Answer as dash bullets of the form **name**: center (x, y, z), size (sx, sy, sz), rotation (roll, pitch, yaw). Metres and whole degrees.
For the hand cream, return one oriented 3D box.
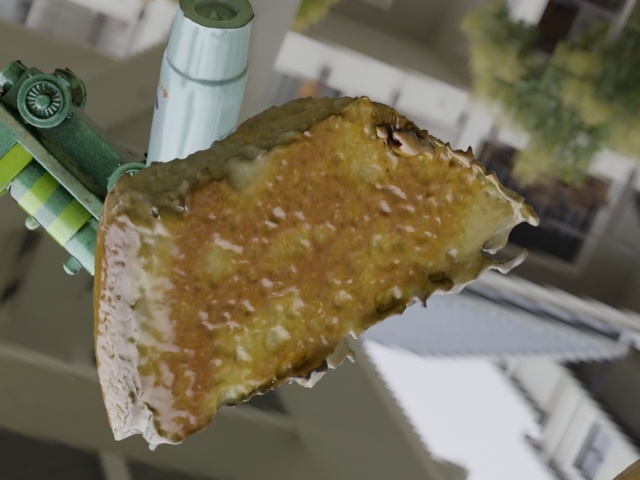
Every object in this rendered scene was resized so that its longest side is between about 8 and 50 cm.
- **hand cream**: center (-0.094, -0.028, 1.267), size (0.058, 0.331, 0.085), rotation (-7, -135, -20)

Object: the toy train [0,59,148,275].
- **toy train**: center (-0.217, -0.057, 1.569), size (0.200, 0.132, 0.083), rotation (45, -174, 0)

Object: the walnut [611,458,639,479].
- **walnut**: center (0.162, 0.149, 0.584), size (0.207, 0.159, 0.159), rotation (31, -166, -10)

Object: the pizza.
- **pizza**: center (0.000, 0.000, 1.058), size (0.297, 0.189, 0.071), rotation (-21, -146, -21)
